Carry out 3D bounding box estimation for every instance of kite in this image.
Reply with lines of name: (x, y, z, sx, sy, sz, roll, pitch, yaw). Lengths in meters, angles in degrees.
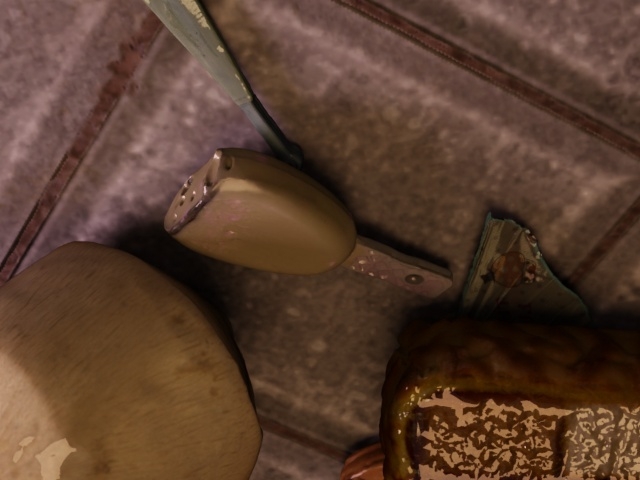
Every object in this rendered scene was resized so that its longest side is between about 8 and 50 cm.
kite: (0.197, 0.092, 1.069, 0.314, 0.011, 0.335, -30, 124, 25)

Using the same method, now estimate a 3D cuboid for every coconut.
coconut: (-0.138, 0.109, 0.987, 0.224, 0.224, 0.224, 1, 128, 1)

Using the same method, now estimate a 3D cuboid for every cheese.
cheese: (0.000, 0.000, 0.982, 0.192, 0.037, 0.097, 22, 143, -23)

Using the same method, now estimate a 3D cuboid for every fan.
fan: (-0.065, -0.112, 0.916, 0.038, 0.016, 0.193, -23, 123, 21)

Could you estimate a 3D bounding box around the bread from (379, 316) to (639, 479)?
bread: (0.148, 0.145, 1.029, 0.222, 0.096, 0.181, 5, 116, 0)

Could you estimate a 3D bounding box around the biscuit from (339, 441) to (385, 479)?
biscuit: (0.141, 0.220, 1.155, 0.280, 0.043, 0.183, 27, 130, -17)
